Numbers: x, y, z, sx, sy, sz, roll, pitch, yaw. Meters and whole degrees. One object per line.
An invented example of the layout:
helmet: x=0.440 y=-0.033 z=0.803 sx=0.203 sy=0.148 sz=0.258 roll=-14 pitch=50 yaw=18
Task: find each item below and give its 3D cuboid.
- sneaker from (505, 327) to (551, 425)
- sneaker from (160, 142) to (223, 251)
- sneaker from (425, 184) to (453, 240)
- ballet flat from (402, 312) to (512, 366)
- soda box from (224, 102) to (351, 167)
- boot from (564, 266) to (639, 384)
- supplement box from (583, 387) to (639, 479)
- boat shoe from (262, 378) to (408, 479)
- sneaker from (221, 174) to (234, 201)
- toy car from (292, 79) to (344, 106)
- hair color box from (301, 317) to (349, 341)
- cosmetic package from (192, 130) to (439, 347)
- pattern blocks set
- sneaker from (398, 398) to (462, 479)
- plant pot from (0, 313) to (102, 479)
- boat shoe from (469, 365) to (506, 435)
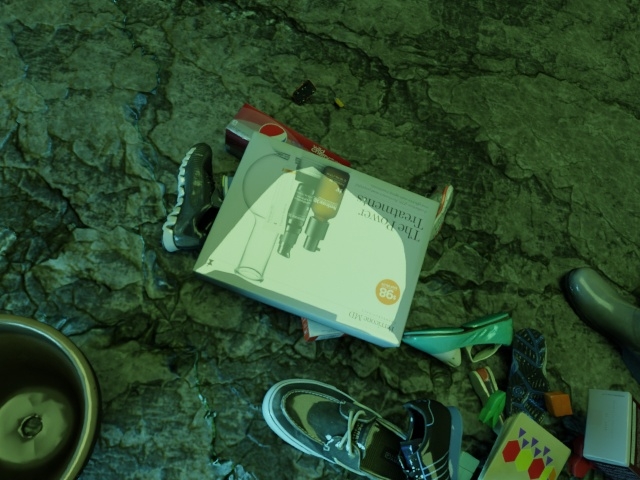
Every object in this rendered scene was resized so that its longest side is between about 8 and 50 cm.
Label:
sneaker: x=0.418 y=0.286 z=0.892 sx=0.080 sy=0.081 sz=0.211 roll=6 pitch=54 yaw=30
sneaker: x=-0.229 y=-0.084 z=0.875 sx=0.106 sy=0.078 sz=0.234 roll=4 pitch=68 yaw=13
sneaker: x=0.255 y=-0.066 z=1.035 sx=0.064 sy=0.061 sz=0.158 roll=18 pitch=60 yaw=23
ballet flat: x=0.287 y=0.208 z=0.905 sx=0.247 sy=0.083 sz=0.087 roll=-7 pitch=84 yaw=-16
soda box: x=-0.073 y=-0.180 z=0.963 sx=0.263 sy=0.092 sz=0.083 roll=30 pitch=64 yaw=-1
boot: x=0.717 y=0.166 z=0.956 sx=0.118 sy=0.223 sz=0.338 roll=-36 pitch=81 yaw=-24
supplement box: x=0.591 y=0.393 z=0.854 sx=0.239 sy=0.073 sz=0.130 roll=39 pitch=59 yaw=-27
boat shoe: x=0.063 y=0.329 z=0.767 sx=0.335 sy=0.119 sz=0.121 roll=25 pitch=63 yaw=-4
sneaker: x=-0.170 y=-0.069 z=0.913 sx=0.059 sy=0.053 sz=0.144 roll=0 pitch=69 yaw=-17
toy car: x=-0.009 y=-0.345 z=1.094 sx=0.122 sy=0.060 sz=0.040 roll=27 pitch=18 yaw=-21
hair color box: x=0.004 y=0.107 z=0.884 sx=0.093 sy=0.053 sz=0.167 roll=-5 pitch=68 yaw=-16
cosmetic package: x=0.000 y=0.000 z=0.829 sx=0.377 sy=0.097 sz=0.285 roll=20 pitch=75 yaw=-3
pattern blocks set: x=0.364 y=0.398 z=0.795 sx=0.285 sy=0.026 sz=0.325 roll=-47 pitch=111 yaw=-12
sneaker: x=0.163 y=0.364 z=0.683 sx=0.090 sy=0.081 sz=0.232 roll=16 pitch=58 yaw=-12
plant pot: x=-0.422 y=0.254 z=0.606 sx=0.262 sy=0.229 sz=0.263 roll=6 pitch=66 yaw=-12
boat shoe: x=0.345 y=0.320 z=0.889 sx=0.043 sy=0.049 sz=0.137 roll=-12 pitch=66 yaw=-22
